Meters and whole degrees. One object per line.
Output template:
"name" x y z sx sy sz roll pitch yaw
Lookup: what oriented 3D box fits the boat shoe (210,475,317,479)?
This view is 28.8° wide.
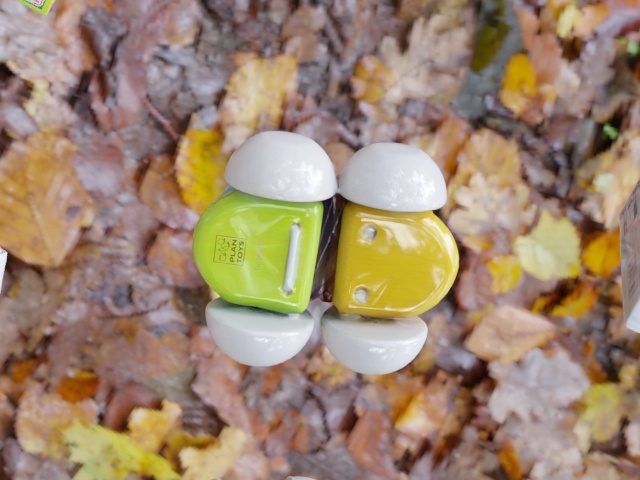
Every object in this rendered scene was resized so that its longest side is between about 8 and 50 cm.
"boat shoe" -0.032 0.141 0.377 0.302 0.103 0.113 3 95 -84

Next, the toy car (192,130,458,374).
"toy car" 0.000 0.000 0.876 0.182 0.136 0.159 5 108 -9

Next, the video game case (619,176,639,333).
"video game case" 0.291 -0.053 0.993 0.212 0.023 0.193 -64 176 -62

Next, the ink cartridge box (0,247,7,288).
"ink cartridge box" -0.452 0.027 1.233 0.130 0.309 0.272 -14 140 -38

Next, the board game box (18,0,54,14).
"board game box" -0.239 -0.311 1.193 0.043 0.181 0.092 27 47 -14
